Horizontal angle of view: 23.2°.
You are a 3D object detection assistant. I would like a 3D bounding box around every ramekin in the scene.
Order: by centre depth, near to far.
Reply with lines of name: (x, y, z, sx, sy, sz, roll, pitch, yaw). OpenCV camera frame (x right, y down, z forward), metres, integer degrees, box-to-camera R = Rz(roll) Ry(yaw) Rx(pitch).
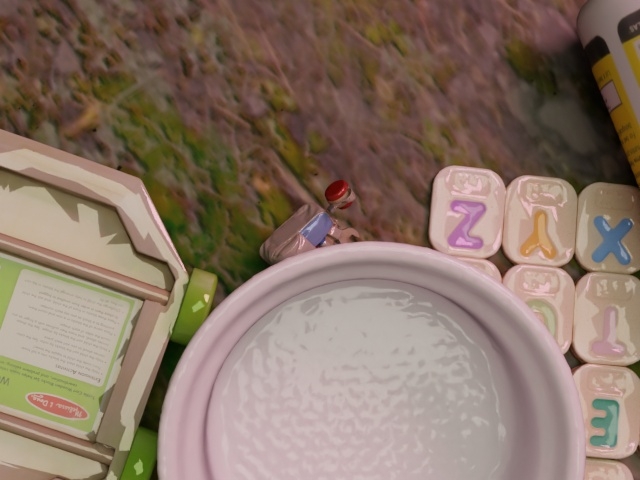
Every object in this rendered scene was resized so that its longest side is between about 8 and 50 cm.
ramekin: (0.031, 0.135, 1.061, 0.277, 0.135, 0.277, 0, 93, -2)

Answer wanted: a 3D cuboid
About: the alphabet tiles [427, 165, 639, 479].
alphabet tiles: (0.157, 0.087, 1.160, 0.284, 0.021, 0.278, 7, 83, -7)

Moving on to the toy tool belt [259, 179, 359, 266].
toy tool belt: (0.000, 0.000, 1.141, 0.083, 0.052, 0.051, -43, 121, -6)

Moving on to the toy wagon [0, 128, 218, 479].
toy wagon: (-0.237, 0.100, 1.086, 0.267, 0.068, 0.344, 19, 82, -4)

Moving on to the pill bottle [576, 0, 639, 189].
pill bottle: (0.326, -0.045, 1.107, 0.188, 0.188, 0.334, -20, 85, -9)
